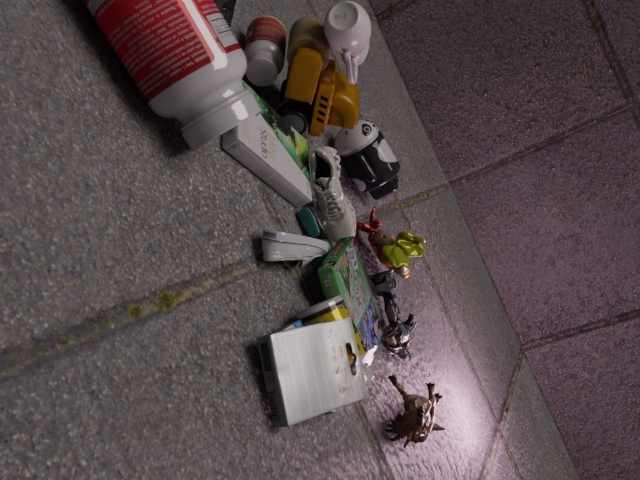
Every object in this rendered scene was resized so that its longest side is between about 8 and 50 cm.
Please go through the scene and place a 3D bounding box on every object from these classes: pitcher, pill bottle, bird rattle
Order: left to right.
[{"bbox_3d":[-0.298,-0.403,1.254,0.407,0.229,0.229,60,26,-13],"label":"pill bottle"},{"bbox_3d":[-0.162,-0.544,1.762,0.121,0.121,0.216,45,32,-37],"label":"pill bottle"},{"bbox_3d":[0.037,0.242,1.420,0.208,0.119,0.119,65,25,3],"label":"pill bottle"},{"bbox_3d":[0.079,-0.536,1.663,0.207,0.126,0.177,34,56,-76],"label":"pitcher"},{"bbox_3d":[0.203,0.026,1.941,0.143,0.254,0.206,-44,140,-22],"label":"bird rattle"}]

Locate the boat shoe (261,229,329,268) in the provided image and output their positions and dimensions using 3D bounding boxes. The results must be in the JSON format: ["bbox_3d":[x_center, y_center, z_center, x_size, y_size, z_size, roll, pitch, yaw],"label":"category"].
[{"bbox_3d":[-0.066,0.028,1.516,0.258,0.095,0.084,12,86,-56],"label":"boat shoe"}]

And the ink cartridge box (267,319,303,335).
[{"bbox_3d":[-0.058,0.249,1.360,0.088,0.052,0.122,-21,89,-64],"label":"ink cartridge box"}]

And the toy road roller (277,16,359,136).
[{"bbox_3d":[0.010,-0.456,1.777,0.241,0.329,0.202,9,46,-7],"label":"toy road roller"}]

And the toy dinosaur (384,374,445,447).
[{"bbox_3d":[0.264,0.504,1.695,0.295,0.127,0.200,59,31,-42],"label":"toy dinosaur"}]

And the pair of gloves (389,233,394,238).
[{"bbox_3d":[0.270,0.019,2.237,0.083,0.010,0.074,61,26,-8],"label":"pair of gloves"}]

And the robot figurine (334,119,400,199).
[{"bbox_3d":[0.166,-0.281,2.102,0.278,0.174,0.209,56,-17,-20],"label":"robot figurine"}]

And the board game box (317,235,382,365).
[{"bbox_3d":[0.085,0.173,1.627,0.213,0.046,0.317,-50,127,-61],"label":"board game box"}]

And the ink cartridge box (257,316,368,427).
[{"bbox_3d":[-0.015,0.275,1.306,0.232,0.066,0.188,-5,80,-46],"label":"ink cartridge box"}]

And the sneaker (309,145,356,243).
[{"bbox_3d":[0.025,-0.127,1.736,0.118,0.110,0.291,-21,94,-80],"label":"sneaker"}]

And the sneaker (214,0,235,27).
[{"bbox_3d":[-0.291,-0.569,1.584,0.340,0.125,0.139,-80,166,-54],"label":"sneaker"}]

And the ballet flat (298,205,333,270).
[{"bbox_3d":[0.000,0.000,1.670,0.074,0.074,0.203,4,62,-62],"label":"ballet flat"}]

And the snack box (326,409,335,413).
[{"bbox_3d":[-0.004,0.315,1.440,0.064,0.022,0.178,30,42,-50],"label":"snack box"}]

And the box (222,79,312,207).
[{"bbox_3d":[-0.138,-0.259,1.637,0.322,0.059,0.232,39,37,-47],"label":"box"}]

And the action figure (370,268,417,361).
[{"bbox_3d":[0.227,0.234,1.874,0.185,0.099,0.284,5,67,-71],"label":"action figure"}]
